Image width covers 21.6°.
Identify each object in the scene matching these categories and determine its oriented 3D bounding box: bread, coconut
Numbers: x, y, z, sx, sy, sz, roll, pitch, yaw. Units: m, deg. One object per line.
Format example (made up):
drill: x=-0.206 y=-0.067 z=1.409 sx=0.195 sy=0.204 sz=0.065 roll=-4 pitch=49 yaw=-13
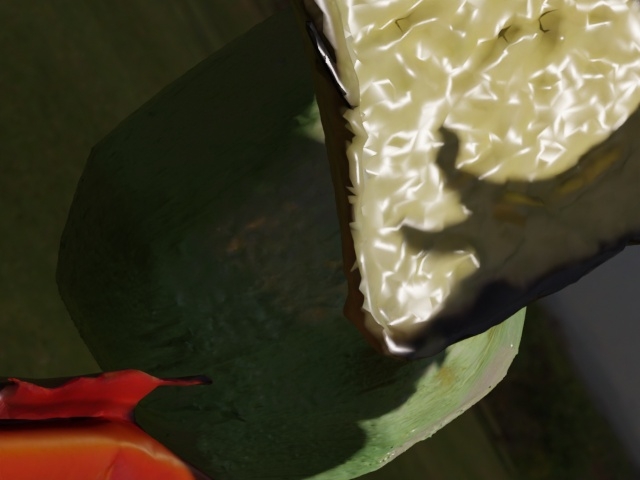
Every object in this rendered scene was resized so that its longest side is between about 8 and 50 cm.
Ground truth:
bread: x=0.037 y=-0.112 z=0.438 sx=0.142 sy=0.178 sz=0.266 roll=10 pitch=-60 yaw=47
coconut: x=0.000 y=0.000 z=1.074 sx=0.281 sy=0.328 sz=0.328 roll=46 pitch=-9 yaw=51

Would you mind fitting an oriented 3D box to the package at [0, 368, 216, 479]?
package: x=-0.146 y=0.216 z=0.376 sx=0.123 sy=0.423 sz=0.196 roll=18 pitch=5 yaw=22
